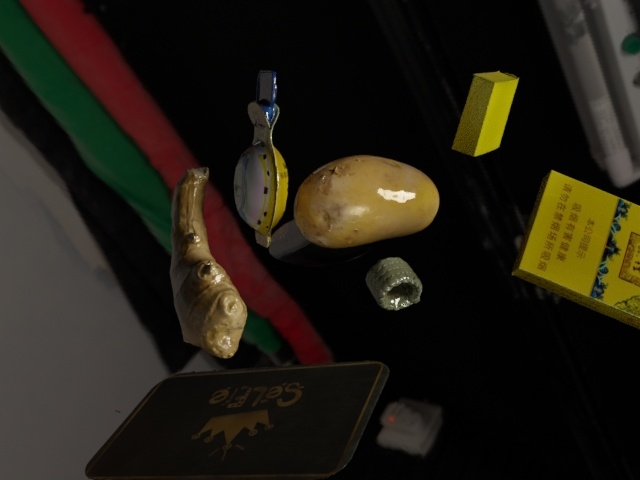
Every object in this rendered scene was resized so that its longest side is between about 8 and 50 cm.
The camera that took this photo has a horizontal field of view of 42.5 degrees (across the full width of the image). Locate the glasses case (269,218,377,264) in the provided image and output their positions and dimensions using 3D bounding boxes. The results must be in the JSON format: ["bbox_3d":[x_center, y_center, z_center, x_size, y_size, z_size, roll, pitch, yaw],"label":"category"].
[{"bbox_3d":[0.000,0.000,1.495,0.122,0.082,0.321,12,-11,-19],"label":"glasses case"}]

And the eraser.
[{"bbox_3d":[0.260,-0.201,1.294,0.045,0.097,0.122,26,-61,29],"label":"eraser"}]

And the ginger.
[{"bbox_3d":[-0.165,0.024,1.138,0.086,0.294,0.131,-1,-30,-24],"label":"ginger"}]

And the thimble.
[{"bbox_3d":[0.134,0.079,1.479,0.110,0.084,0.062,20,31,-47],"label":"thimble"}]

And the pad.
[{"bbox_3d":[-0.104,0.194,1.092,0.376,0.315,0.063,-7,-69,22],"label":"pad"}]

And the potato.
[{"bbox_3d":[0.072,-0.057,1.211,0.150,0.234,0.146,37,-52,46],"label":"potato"}]

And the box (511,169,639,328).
[{"bbox_3d":[0.403,0.028,1.081,0.279,0.153,0.041,23,-20,2],"label":"box"}]

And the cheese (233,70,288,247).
[{"bbox_3d":[-0.084,-0.116,1.173,0.064,0.250,0.156,0,9,-21],"label":"cheese"}]
